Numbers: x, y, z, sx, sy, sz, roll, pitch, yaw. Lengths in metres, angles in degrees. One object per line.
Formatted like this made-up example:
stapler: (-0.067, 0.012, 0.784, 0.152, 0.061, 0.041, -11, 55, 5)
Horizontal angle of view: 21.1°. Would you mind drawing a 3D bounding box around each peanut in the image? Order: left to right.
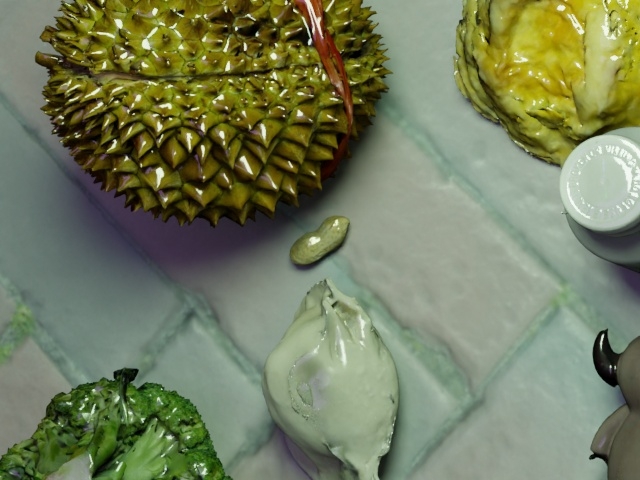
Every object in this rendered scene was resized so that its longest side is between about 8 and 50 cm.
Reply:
peanut: (0.000, 0.000, 1.930, 0.083, 0.037, 0.037, -40, 67, 18)

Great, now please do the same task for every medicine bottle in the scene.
medicine bottle: (0.310, -0.040, 1.675, 0.135, 0.215, 0.135, -4, 81, 26)

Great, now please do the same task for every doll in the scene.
doll: (0.351, 0.191, 1.676, 0.182, 0.117, 0.257, 0, 83, 25)

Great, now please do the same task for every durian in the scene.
durian: (-0.112, -0.180, 1.838, 0.384, 0.347, 0.347, 3, 82, -16)

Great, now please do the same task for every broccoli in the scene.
broccoli: (-0.236, 0.307, 1.872, 0.304, 0.283, 0.321, 37, 85, 13)

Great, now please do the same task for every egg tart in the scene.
egg tart: (0.242, -0.216, 1.761, 0.297, 0.132, 0.297, 9, 104, 42)

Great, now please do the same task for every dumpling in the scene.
dumpling: (-0.002, 0.164, 1.871, 0.172, 0.142, 0.247, -11, 83, 61)
